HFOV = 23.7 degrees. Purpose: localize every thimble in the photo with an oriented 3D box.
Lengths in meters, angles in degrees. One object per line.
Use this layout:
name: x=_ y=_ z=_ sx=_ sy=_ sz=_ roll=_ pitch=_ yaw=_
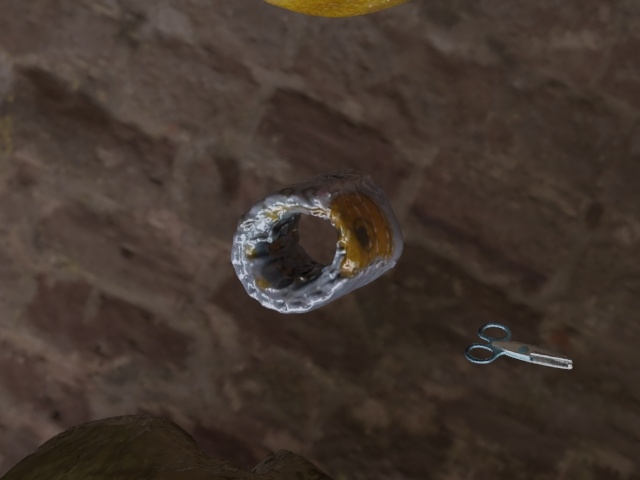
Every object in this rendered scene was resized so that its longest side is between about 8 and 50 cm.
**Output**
thimble: x=-0.003 y=-0.001 z=1.558 sx=0.151 sy=0.127 sz=0.118 roll=-20 pitch=-176 yaw=34

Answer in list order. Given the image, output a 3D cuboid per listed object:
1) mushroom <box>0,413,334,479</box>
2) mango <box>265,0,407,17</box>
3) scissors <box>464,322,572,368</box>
mushroom: x=-0.122 y=0.196 z=0.843 sx=0.212 sy=0.292 sz=0.217 roll=48 pitch=165 yaw=14
mango: x=0.018 y=-0.231 z=0.981 sx=0.177 sy=0.295 sz=0.120 roll=49 pitch=145 yaw=4
scissors: x=0.210 y=0.117 z=1.597 sx=0.119 sy=0.058 sz=0.014 roll=14 pitch=140 yaw=36
